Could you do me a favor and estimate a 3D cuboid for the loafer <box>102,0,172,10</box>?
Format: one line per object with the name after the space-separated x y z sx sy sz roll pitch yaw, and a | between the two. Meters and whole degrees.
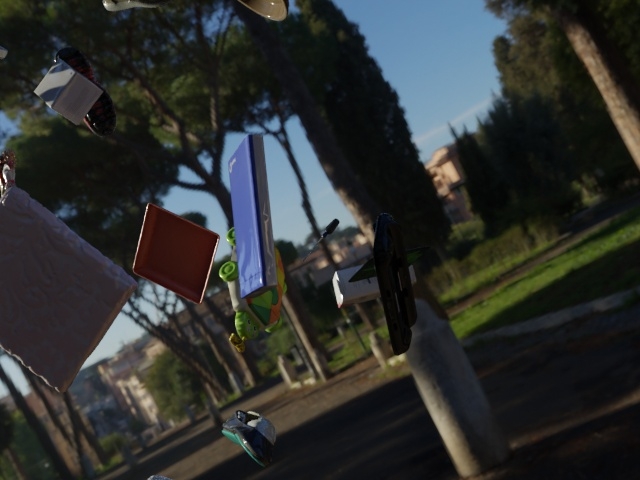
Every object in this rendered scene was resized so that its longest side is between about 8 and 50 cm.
-0.389 -0.562 1.708 0.251 0.087 0.094 -3 49 26 | loafer

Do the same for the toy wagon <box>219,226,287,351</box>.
-0.174 0.136 2.089 0.068 0.267 0.345 -13 47 21 | toy wagon

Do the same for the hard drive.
-0.150 -0.045 1.706 0.040 0.319 0.210 -3 -10 -19 | hard drive

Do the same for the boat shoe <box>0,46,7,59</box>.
-0.838 -0.443 1.815 0.080 0.228 0.076 -76 3 -80 | boat shoe

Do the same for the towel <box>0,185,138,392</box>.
-0.577 0.105 1.626 0.317 0.331 0.053 -55 -5 19 | towel

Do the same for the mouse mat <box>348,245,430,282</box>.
0.176 0.061 2.007 0.189 0.007 0.153 -12 -21 -28 | mouse mat

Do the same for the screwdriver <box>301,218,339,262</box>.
0.000 0.000 2.161 0.170 0.024 0.025 -50 6 -30 | screwdriver

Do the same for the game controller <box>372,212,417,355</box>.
0.159 0.101 1.736 0.067 0.319 0.166 1 38 21 | game controller

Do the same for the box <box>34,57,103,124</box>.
-0.579 -0.342 1.806 0.101 0.102 0.087 -53 -37 1 | box

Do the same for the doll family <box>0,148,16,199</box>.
-0.918 -0.192 2.200 0.118 0.163 0.263 -5 2 -26 | doll family

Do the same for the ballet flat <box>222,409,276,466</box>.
-0.121 0.341 1.397 0.074 0.074 0.203 -26 10 -20 | ballet flat

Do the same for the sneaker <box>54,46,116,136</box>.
-0.661 -0.401 2.213 0.097 0.276 0.135 -27 -8 -29 | sneaker

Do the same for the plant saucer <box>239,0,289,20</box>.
-0.172 -0.596 1.733 0.041 0.277 0.278 -52 0 -7 | plant saucer

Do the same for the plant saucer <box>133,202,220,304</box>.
-0.445 0.036 2.461 0.048 0.259 0.259 -43 -25 -63 | plant saucer

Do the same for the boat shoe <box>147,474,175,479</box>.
-0.413 0.729 2.277 0.066 0.184 0.063 -60 21 13 | boat shoe

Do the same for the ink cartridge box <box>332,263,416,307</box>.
0.152 0.117 2.258 0.217 0.092 0.158 -12 -11 -6 | ink cartridge box
